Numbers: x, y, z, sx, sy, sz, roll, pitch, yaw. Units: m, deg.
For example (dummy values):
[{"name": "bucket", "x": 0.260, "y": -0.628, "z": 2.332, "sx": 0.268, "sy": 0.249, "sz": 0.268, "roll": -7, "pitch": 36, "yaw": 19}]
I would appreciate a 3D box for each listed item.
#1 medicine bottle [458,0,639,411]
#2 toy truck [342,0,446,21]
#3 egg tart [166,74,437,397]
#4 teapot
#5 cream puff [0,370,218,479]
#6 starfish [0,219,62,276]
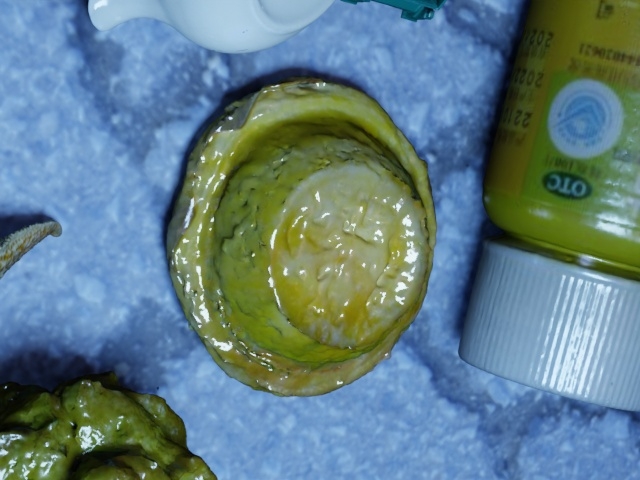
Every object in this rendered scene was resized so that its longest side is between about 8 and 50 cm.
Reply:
[{"name": "medicine bottle", "x": 0.262, "y": -0.053, "z": 1.591, "sx": 0.224, "sy": 0.224, "sz": 0.384, "roll": 13, "pitch": 95, "yaw": -32}, {"name": "toy truck", "x": 0.095, "y": -0.300, "z": 1.498, "sx": 0.110, "sy": 0.116, "sz": 0.216, "roll": 12, "pitch": 94, "yaw": -32}, {"name": "egg tart", "x": 0.000, "y": 0.000, "z": 1.512, "sx": 0.288, "sy": 0.118, "sz": 0.288, "roll": -4, "pitch": 99, "yaw": -28}, {"name": "teapot", "x": -0.047, "y": -0.271, "z": 1.416, "sx": 0.300, "sy": 0.166, "sz": 0.208, "roll": -57, "pitch": 139, "yaw": -19}, {"name": "cream puff", "x": -0.194, "y": 0.204, "z": 1.367, "sx": 0.244, "sy": 0.244, "sz": 0.196, "roll": -2, "pitch": 88, "yaw": -30}, {"name": "starfish", "x": -0.290, "y": 0.071, "z": 1.331, "sx": 0.295, "sy": 0.048, "sz": 0.231, "roll": -43, "pitch": 157, "yaw": -63}]
